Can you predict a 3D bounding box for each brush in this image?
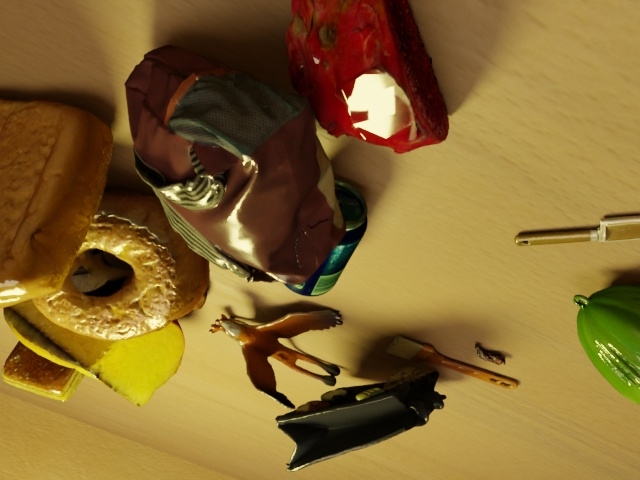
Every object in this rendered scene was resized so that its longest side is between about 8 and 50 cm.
[{"bbox_3d":[0.302,0.282,1.151,0.314,0.017,0.090,19,145,-4],"label":"brush"}]

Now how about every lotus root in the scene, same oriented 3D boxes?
[{"bbox_3d":[0.474,0.137,0.801,0.186,0.186,0.186,10,142,8],"label":"lotus root"}]

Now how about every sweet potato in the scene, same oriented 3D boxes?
[{"bbox_3d":[-0.272,0.110,1.127,0.049,0.049,0.117,20,136,-4],"label":"sweet potato"}]

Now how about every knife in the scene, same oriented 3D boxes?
[{"bbox_3d":[0.415,-0.013,0.736,0.256,0.022,0.046,-5,133,26],"label":"knife"}]

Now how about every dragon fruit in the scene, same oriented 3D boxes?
[{"bbox_3d":[0.050,-0.191,0.567,0.163,0.189,0.261,-28,126,5],"label":"dragon fruit"}]

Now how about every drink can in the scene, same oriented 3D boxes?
[{"bbox_3d":[0.000,0.000,0.831,0.118,0.118,0.205,20,141,-5],"label":"drink can"}]

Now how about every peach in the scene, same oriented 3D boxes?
[{"bbox_3d":[-0.497,0.186,1.156,0.306,0.242,0.380,24,158,28],"label":"peach"}]

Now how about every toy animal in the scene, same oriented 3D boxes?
[{"bbox_3d":[-0.103,0.245,1.207,0.302,0.225,0.284,22,165,14],"label":"toy animal"}]

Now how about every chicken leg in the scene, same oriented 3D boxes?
[{"bbox_3d":[0.354,0.244,1.078,0.083,0.021,0.036,29,151,-8],"label":"chicken leg"}]

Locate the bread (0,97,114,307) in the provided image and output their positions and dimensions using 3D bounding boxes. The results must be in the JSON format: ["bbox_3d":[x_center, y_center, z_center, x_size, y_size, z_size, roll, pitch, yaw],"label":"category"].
[{"bbox_3d":[-0.482,-0.055,0.782,0.328,0.337,0.148,4,159,13],"label":"bread"}]

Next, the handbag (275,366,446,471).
[{"bbox_3d":[0.101,0.375,1.129,0.329,0.122,0.303,-26,165,25],"label":"handbag"}]

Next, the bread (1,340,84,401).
[{"bbox_3d":[-0.701,0.290,1.361,0.184,0.234,0.110,15,146,5],"label":"bread"}]

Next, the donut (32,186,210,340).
[{"bbox_3d":[-0.371,0.043,0.928,0.317,0.150,0.299,-28,98,14],"label":"donut"}]

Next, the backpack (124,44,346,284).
[{"bbox_3d":[-0.133,-0.106,0.647,0.317,0.197,0.283,33,155,28],"label":"backpack"}]
